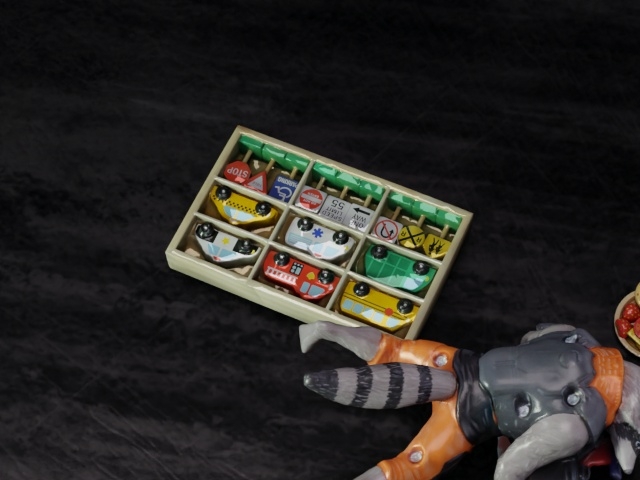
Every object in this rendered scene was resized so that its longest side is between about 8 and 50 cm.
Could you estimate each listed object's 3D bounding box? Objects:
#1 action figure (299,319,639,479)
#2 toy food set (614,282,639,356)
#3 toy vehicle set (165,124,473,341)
[{"bbox_3d":[0.156,0.182,1.566,0.330,0.179,0.341,-6,49,0],"label":"action figure"},{"bbox_3d":[0.332,0.081,1.726,0.083,0.020,0.082,-39,68,-18],"label":"toy food set"},{"bbox_3d":[0.000,0.000,1.772,0.266,0.035,0.166,21,64,12],"label":"toy vehicle set"}]
